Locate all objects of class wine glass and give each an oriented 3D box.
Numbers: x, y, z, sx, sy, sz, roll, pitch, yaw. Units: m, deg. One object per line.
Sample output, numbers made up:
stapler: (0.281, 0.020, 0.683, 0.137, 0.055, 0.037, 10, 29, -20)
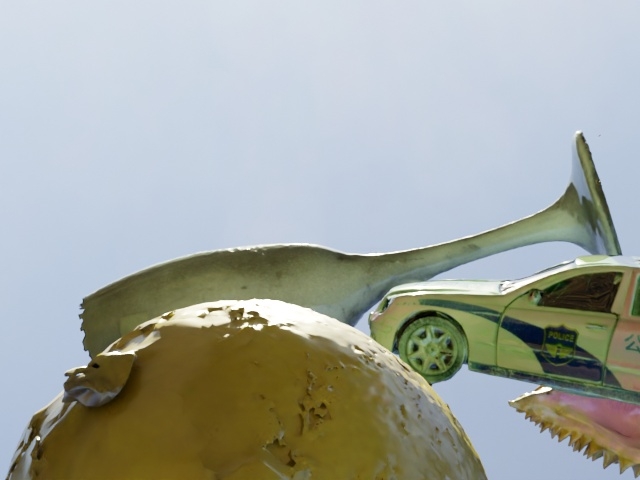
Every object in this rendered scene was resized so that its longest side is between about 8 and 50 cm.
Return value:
wine glass: (0.000, 0.000, 0.952, 0.309, 0.264, 0.096, -16, -111, 7)

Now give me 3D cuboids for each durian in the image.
durian: (0.242, 0.084, 1.246, 0.165, 0.132, 0.182, 17, -111, 31)

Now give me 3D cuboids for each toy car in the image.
toy car: (0.136, 0.044, 0.872, 0.224, 0.076, 0.090, 10, -173, 12)

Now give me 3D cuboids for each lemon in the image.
lemon: (-0.022, 0.112, 0.624, 0.173, 0.206, 0.173, -11, -119, 19)
